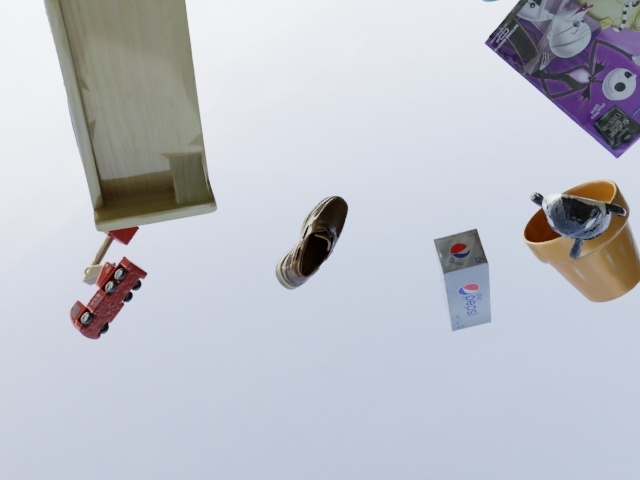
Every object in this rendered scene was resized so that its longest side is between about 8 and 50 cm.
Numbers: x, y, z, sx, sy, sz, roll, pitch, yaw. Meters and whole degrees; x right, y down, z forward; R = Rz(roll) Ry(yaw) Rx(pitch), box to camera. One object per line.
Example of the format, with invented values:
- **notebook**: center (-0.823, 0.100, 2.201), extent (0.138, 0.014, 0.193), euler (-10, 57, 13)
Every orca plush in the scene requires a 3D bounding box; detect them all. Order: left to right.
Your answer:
- **orca plush**: center (0.423, -0.022, 1.259), extent (0.151, 0.102, 0.287), euler (11, -175, 7)

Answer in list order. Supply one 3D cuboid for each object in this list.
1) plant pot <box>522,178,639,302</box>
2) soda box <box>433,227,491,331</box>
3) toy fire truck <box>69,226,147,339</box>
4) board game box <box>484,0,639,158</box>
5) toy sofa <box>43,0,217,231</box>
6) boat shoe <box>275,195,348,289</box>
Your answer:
- **plant pot**: center (0.543, 0.013, 1.470), extent (0.188, 0.205, 0.205), euler (52, -134, -14)
- **soda box**: center (0.315, 0.093, 1.611), extent (0.098, 0.286, 0.091), euler (-15, -124, 6)
- **toy fire truck**: center (-0.358, 0.057, 1.227), extent (0.135, 0.047, 0.192), euler (29, -100, 43)
- **board game box**: center (0.364, -0.278, 0.766), extent (0.208, 0.347, 0.056), euler (39, -149, -3)
- **toy sofa**: center (-0.222, -0.206, 0.842), extent (0.150, 0.363, 0.177), euler (-11, -142, -13)
- **boat shoe**: center (0.000, 0.000, 1.133), extent (0.064, 0.060, 0.178), euler (43, -121, -18)
